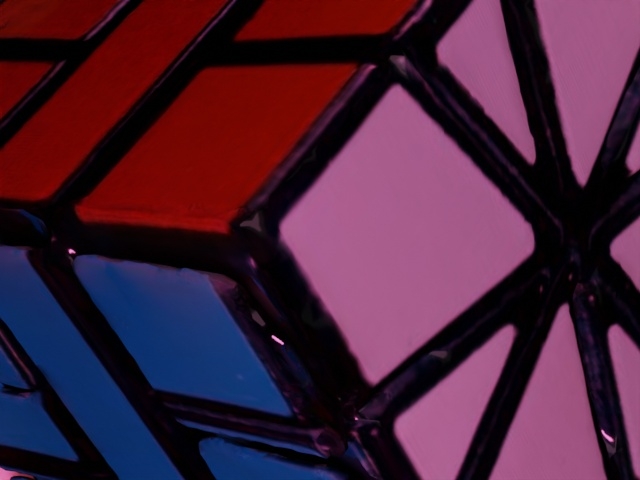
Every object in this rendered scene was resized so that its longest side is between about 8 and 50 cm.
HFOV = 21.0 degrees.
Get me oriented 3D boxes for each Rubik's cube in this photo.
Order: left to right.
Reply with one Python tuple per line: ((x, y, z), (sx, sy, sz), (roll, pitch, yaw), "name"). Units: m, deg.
((0.000, 0.000, 0.779), (0.293, 0.283, 0.288), (-48, 128, -30), "Rubik's cube")
